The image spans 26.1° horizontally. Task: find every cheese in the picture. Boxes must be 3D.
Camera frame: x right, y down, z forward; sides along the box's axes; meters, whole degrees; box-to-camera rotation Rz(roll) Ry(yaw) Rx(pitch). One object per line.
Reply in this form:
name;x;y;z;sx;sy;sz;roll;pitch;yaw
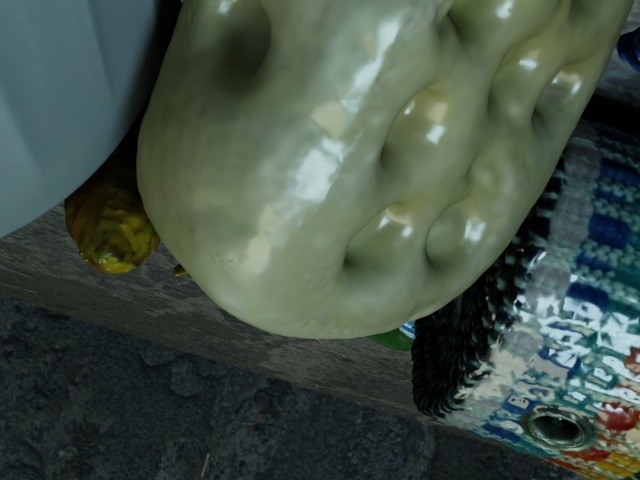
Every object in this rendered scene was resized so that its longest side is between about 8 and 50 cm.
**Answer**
cheese;0.027;-0.075;0.533;0.117;0.235;0.218;33;151;26

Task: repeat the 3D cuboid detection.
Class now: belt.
belt;0.159;0.039;0.842;0.160;0.207;0.295;19;169;-2

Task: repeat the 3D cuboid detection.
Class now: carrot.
carrot;-0.097;-0.063;0.670;0.066;0.066;0.314;19;-155;-15

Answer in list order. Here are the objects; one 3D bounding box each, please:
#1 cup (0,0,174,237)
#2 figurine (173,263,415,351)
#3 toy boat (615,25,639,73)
cup;-0.178;-0.093;0.426;0.236;0.323;0.327;16;166;-2
figurine;-0.005;0.011;1.142;0.234;0.127;0.185;26;163;2
toy boat;0.181;-0.098;0.558;0.175;0.091;0.110;3;129;56
